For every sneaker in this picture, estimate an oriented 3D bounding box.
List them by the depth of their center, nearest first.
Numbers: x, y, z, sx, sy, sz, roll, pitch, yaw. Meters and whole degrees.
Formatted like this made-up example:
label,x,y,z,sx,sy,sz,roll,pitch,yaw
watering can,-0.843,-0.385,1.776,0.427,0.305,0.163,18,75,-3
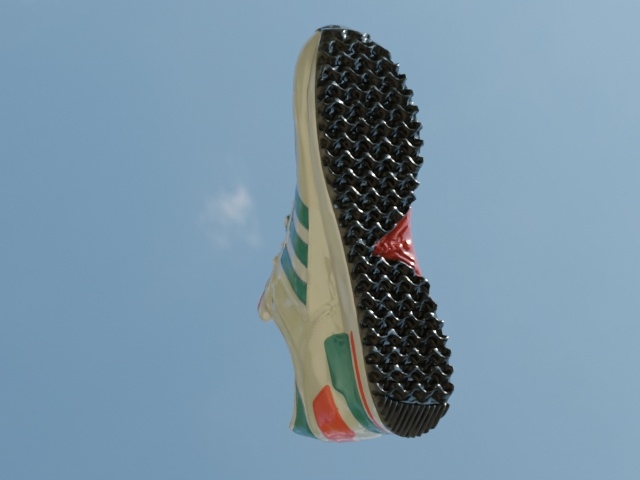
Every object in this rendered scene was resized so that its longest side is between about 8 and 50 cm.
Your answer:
label,x,y,z,sx,sy,sz,roll,pitch,yaw
sneaker,0.000,0.000,0.719,0.075,0.057,0.161,-18,-103,44
